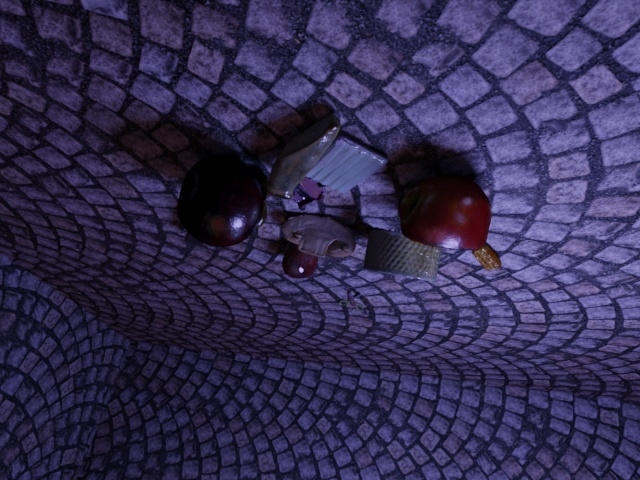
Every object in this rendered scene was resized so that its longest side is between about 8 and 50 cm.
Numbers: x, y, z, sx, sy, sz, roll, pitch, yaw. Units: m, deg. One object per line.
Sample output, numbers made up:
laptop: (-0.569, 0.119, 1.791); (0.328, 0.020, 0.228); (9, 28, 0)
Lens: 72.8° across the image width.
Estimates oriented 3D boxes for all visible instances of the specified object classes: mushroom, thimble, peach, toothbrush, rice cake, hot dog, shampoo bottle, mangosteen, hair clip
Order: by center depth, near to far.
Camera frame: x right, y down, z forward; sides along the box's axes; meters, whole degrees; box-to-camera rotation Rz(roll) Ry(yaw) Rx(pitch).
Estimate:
mushroom: (-0.063, -0.241, 1.268); (0.107, 0.087, 0.333); (16, 139, -26)
peach: (0.388, -0.074, 1.297); (0.275, 0.248, 0.245); (17, 127, -18)
rice cake: (0.072, -0.228, 1.317); (0.189, 0.037, 0.198); (21, 142, -24)
toothbrush: (-0.020, -0.264, 1.324); (0.018, 0.024, 0.257); (-11, 144, 32)
mangosteen: (-0.304, -0.115, 1.397); (0.300, 0.300, 0.300); (8, 149, 5)
hair clip: (-0.068, -0.175, 1.463); (0.146, 0.056, 0.187); (-15, 149, 34)
thimble: (0.282, 0.049, 1.513); (0.271, 0.150, 0.271); (10, 178, 0)
hot dog: (0.624, 0.063, 1.628); (0.071, 0.045, 0.165); (-14, 142, 38)
mushroom: (0.000, 0.000, 1.636); (0.286, 0.156, 0.151); (17, 162, 13)
shampoo bottle: (-0.476, -0.066, 1.726); (0.079, 0.080, 0.246); (19, 148, -17)
peach: (-0.092, 0.096, 1.804); (0.152, 0.152, 0.152); (8, 149, 5)

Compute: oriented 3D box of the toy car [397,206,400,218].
toy car: (0.314, -0.079, 1.507); (0.059, 0.035, 0.122); (-12, 150, 33)

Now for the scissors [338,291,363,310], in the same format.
scissors: (0.160, 0.301, 2.180); (0.134, 0.020, 0.187); (14, 150, 3)
